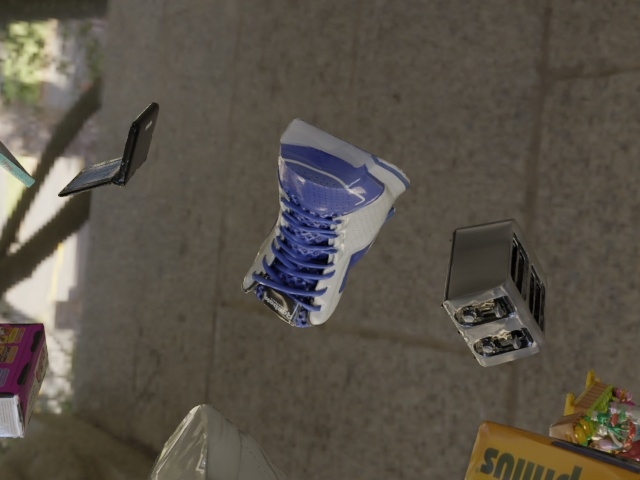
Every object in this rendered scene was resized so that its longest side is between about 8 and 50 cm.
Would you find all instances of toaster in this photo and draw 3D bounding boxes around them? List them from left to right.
[{"bbox_3d":[0.267,0.073,1.875,0.110,0.168,0.186,-12,42,25],"label":"toaster"}]

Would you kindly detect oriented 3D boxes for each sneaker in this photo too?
[{"bbox_3d":[-0.030,0.156,0.571,0.080,0.094,0.212,-50,17,17],"label":"sneaker"},{"bbox_3d":[0.000,0.000,1.320,0.182,0.127,0.315,-62,-9,-9],"label":"sneaker"}]

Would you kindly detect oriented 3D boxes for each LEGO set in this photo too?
[{"bbox_3d":[0.328,0.214,1.319,0.107,0.287,0.132,12,71,25],"label":"LEGO set"}]

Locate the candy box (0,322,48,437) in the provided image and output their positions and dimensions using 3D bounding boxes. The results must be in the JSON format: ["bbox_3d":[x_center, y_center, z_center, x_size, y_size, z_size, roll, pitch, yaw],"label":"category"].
[{"bbox_3d":[-0.470,0.172,1.528,0.159,0.233,0.071,-89,0,-61],"label":"candy box"}]

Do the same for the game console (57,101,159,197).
[{"bbox_3d":[-0.234,-0.102,1.372,0.122,0.071,0.107,-78,6,-71],"label":"game console"}]

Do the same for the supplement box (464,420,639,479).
[{"bbox_3d":[0.296,0.292,1.009,0.194,0.356,0.195,9,82,59],"label":"supplement box"}]

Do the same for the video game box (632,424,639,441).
[{"bbox_3d":[0.453,0.310,1.586,0.187,0.048,0.205,-20,29,54],"label":"video game box"}]

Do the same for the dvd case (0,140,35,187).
[{"bbox_3d":[-0.364,-0.114,1.333,0.013,0.087,0.119,-44,68,-4],"label":"dvd case"}]
